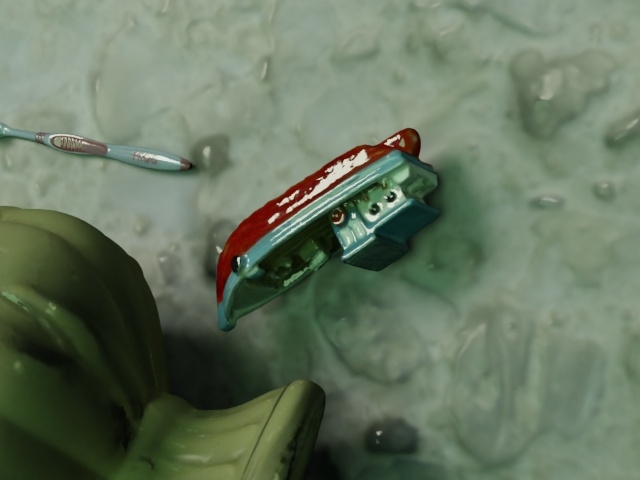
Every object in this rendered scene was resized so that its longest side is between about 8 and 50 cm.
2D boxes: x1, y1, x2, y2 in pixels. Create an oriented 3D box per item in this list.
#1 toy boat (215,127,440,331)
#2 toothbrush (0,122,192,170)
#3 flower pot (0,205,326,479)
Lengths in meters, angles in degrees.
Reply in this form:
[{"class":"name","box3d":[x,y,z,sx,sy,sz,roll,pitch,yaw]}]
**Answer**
[{"class":"toy boat","box3d":[0.000,0.000,0.787,0.173,0.069,0.058,-33,68,20]},{"class":"toothbrush","box3d":[-0.173,-0.067,0.902,0.193,0.019,0.013,12,96,24]},{"class":"flower pot","box3d":[-0.142,0.148,0.751,0.244,0.307,0.307,21,101,6]}]
